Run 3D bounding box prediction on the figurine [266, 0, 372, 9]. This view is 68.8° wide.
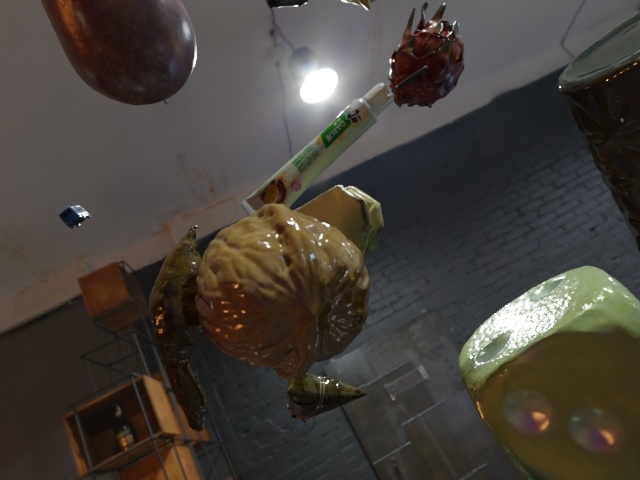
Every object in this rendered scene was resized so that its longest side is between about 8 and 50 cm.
[{"bbox_3d":[0.008,-0.377,0.640,0.196,0.114,0.108,-20,-26,-19],"label":"figurine"}]

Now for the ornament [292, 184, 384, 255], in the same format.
[{"bbox_3d":[0.000,0.000,0.726,0.059,0.180,0.201,-4,-58,-46],"label":"ornament"}]

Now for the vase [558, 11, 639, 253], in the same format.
[{"bbox_3d":[0.304,-0.030,0.335,0.251,0.301,0.156,-44,12,-10],"label":"vase"}]

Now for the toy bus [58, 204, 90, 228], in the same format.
[{"bbox_3d":[-0.572,-0.058,1.088,0.038,0.046,0.083,-41,13,-5],"label":"toy bus"}]

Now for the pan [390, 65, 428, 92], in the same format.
[{"bbox_3d":[0.153,-0.348,1.123,0.235,0.028,0.136,-34,-2,22],"label":"pan"}]

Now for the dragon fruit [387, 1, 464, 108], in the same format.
[{"bbox_3d":[0.275,-0.463,1.196,0.192,0.193,0.274,14,-69,-38],"label":"dragon fruit"}]

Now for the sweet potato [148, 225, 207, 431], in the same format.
[{"bbox_3d":[-0.183,0.115,0.606,0.075,0.269,0.075,-3,-1,0],"label":"sweet potato"}]

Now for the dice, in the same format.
[{"bbox_3d":[0.365,0.201,0.654,0.250,0.252,0.254,-41,-8,16],"label":"dice"}]

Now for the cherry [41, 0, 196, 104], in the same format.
[{"bbox_3d":[-0.343,-0.371,0.803,0.221,0.261,0.307,-36,-44,-4],"label":"cherry"}]

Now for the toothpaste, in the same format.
[{"bbox_3d":[-0.003,-0.145,0.794,0.314,0.056,0.058,-43,17,1],"label":"toothpaste"}]

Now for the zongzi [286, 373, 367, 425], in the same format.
[{"bbox_3d":[0.011,0.390,1.129,0.184,0.084,0.187,7,-38,2],"label":"zongzi"}]

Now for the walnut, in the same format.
[{"bbox_3d":[-0.043,0.057,0.533,0.213,0.213,0.213,-26,-22,-11],"label":"walnut"}]
